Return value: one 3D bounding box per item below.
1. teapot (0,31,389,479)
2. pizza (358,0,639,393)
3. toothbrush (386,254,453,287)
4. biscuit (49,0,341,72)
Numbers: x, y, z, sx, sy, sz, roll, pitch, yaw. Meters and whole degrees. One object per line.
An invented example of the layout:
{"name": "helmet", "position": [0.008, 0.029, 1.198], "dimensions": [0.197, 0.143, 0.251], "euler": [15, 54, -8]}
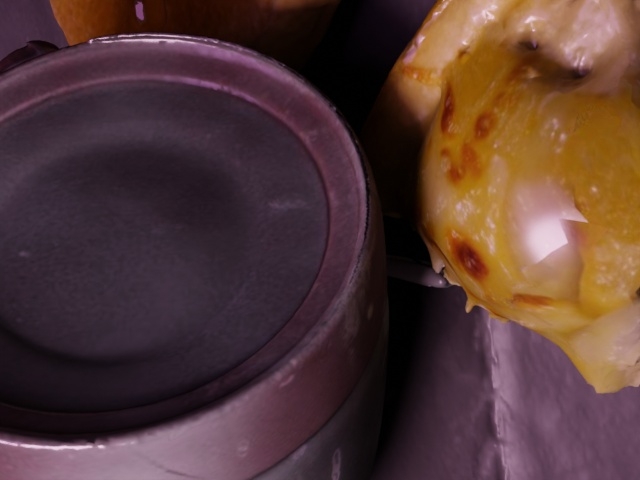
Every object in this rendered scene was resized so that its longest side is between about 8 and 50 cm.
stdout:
{"name": "teapot", "position": [-0.096, 0.056, 0.739], "dimensions": [0.312, 0.233, 0.315], "euler": [83, 160, -51]}
{"name": "pizza", "position": [0.092, -0.047, 0.590], "dimensions": [0.188, 0.081, 0.204], "euler": [46, 132, 31]}
{"name": "toothbrush", "position": [0.000, 0.000, 0.768], "dimensions": [0.204, 0.017, 0.022], "euler": [14, 102, 48]}
{"name": "biscuit", "position": [-0.075, -0.222, 0.755], "dimensions": [0.287, 0.057, 0.343], "euler": [47, 134, 31]}
